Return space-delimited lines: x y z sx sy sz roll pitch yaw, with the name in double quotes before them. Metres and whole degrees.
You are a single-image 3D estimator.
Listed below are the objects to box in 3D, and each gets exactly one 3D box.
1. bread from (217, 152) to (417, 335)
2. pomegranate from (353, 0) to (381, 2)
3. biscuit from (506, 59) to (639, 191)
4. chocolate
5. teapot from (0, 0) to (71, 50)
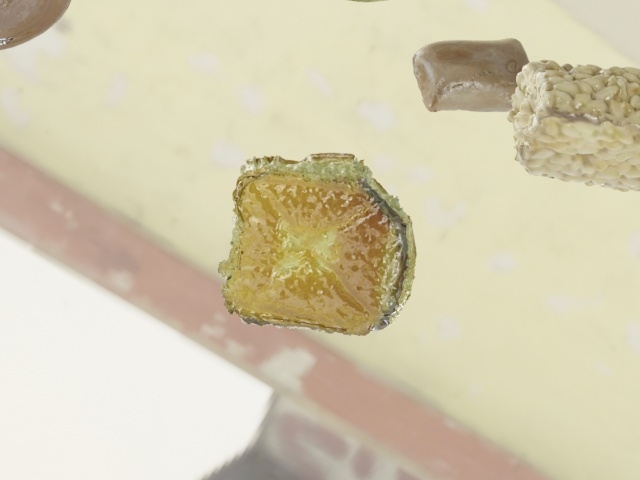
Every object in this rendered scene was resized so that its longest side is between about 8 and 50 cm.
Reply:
"bread" 0.000 0.000 1.270 0.140 0.127 0.069 5 -165 4
"pomegranate" 0.057 -0.182 0.759 0.220 0.156 0.156 0 175 5
"biscuit" 0.200 -0.069 1.081 0.169 0.070 0.082 5 141 -7
"chocolate" 0.122 -0.134 1.375 0.101 0.064 0.031 -2 156 -22
"teapot" -0.171 -0.140 0.844 0.129 0.098 0.078 0 -126 -54
